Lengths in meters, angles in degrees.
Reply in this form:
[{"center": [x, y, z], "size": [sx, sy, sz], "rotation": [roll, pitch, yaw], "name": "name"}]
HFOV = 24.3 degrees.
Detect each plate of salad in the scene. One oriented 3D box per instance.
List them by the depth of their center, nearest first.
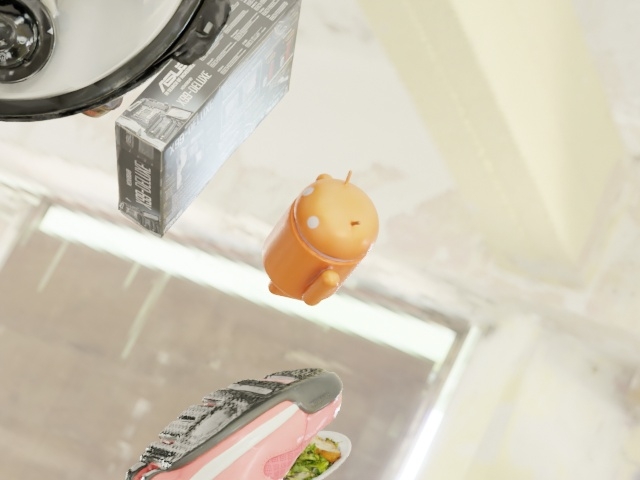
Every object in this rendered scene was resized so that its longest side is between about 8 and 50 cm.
[{"center": [-0.061, 0.265, 1.782], "size": [0.200, 0.200, 0.048], "rotation": [2, -65, 55], "name": "plate of salad"}]

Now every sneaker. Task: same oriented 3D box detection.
[{"center": [-0.092, 0.220, 1.100], "size": [0.136, 0.314, 0.116], "rotation": [54, -16, -13], "name": "sneaker"}]

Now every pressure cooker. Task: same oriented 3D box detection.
[{"center": [-0.248, -0.286, 1.289], "size": [0.375, 0.370, 0.420], "rotation": [49, 5, -10], "name": "pressure cooker"}]

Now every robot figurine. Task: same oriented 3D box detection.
[{"center": [-0.001, -0.002, 2.043], "size": [0.128, 0.158, 0.219], "rotation": [43, -43, 4], "name": "robot figurine"}]

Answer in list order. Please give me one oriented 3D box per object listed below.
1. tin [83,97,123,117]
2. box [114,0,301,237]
[{"center": [-0.313, -0.246, 1.934], "size": [0.040, 0.189, 0.106], "rotation": [-25, -23, 23], "name": "tin"}, {"center": [-0.148, -0.179, 1.969], "size": [0.076, 0.307, 0.242], "rotation": [34, -24, 11], "name": "box"}]
